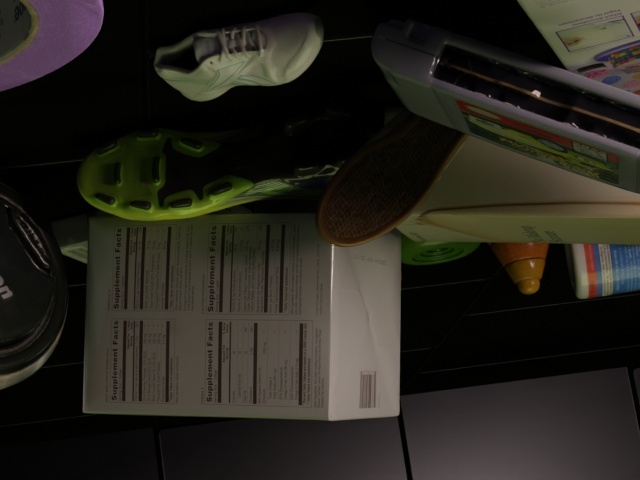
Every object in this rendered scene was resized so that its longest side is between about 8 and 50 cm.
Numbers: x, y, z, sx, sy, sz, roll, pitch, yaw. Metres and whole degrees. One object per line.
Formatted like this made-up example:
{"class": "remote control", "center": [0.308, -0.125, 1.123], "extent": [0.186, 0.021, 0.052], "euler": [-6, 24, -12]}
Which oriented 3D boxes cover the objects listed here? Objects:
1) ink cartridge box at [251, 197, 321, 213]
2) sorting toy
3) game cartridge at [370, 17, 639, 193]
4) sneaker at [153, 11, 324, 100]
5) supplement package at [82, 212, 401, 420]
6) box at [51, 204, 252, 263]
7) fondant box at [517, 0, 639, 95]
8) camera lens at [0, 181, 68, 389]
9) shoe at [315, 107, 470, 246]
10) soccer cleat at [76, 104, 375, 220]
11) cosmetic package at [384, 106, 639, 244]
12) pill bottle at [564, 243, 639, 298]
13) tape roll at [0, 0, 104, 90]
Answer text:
{"class": "ink cartridge box", "center": [0.039, -0.054, 1.721], "extent": [0.209, 0.062, 0.109], "euler": [2, 164, -34]}
{"class": "sorting toy", "center": [0.169, 0.040, 2.033], "extent": [0.127, 0.126, 0.365], "euler": [3, 161, -37]}
{"class": "game cartridge", "center": [0.193, -0.103, 1.355], "extent": [0.294, 0.060, 0.196], "euler": [21, -179, 13]}
{"class": "sneaker", "center": [-0.068, -0.151, 1.315], "extent": [0.152, 0.053, 0.061], "euler": [-16, 161, 28]}
{"class": "supplement package", "center": [-0.074, 0.078, 1.616], "extent": [0.263, 0.198, 0.199], "euler": [-1, 175, 22]}
{"class": "box", "center": [-0.185, -0.011, 1.808], "extent": [0.186, 0.038, 0.145], "euler": [-12, 165, 17]}
{"class": "fondant box", "center": [0.289, -0.206, 1.226], "extent": [0.238, 0.096, 0.330], "euler": [-13, 164, 18]}
{"class": "camera lens", "center": [-0.402, 0.064, 1.612], "extent": [0.219, 0.219, 0.274], "euler": [6, 160, -43]}
{"class": "shoe", "center": [0.078, -0.072, 1.478], "extent": [0.219, 0.076, 0.058], "euler": [-45, 178, -14]}
{"class": "soccer cleat", "center": [-0.086, -0.064, 1.554], "extent": [0.289, 0.093, 0.121], "euler": [-10, 165, 2]}
{"class": "cosmetic package", "center": [0.227, -0.062, 1.576], "extent": [0.309, 0.113, 0.160], "euler": [0, 170, 19]}
{"class": "pill bottle", "center": [0.417, -0.003, 2.008], "extent": [0.221, 0.124, 0.124], "euler": [-9, 165, 4]}
{"class": "tape roll", "center": [-0.281, -0.173, 1.040], "extent": [0.275, 0.090, 0.275], "euler": [-7, 166, -2]}
